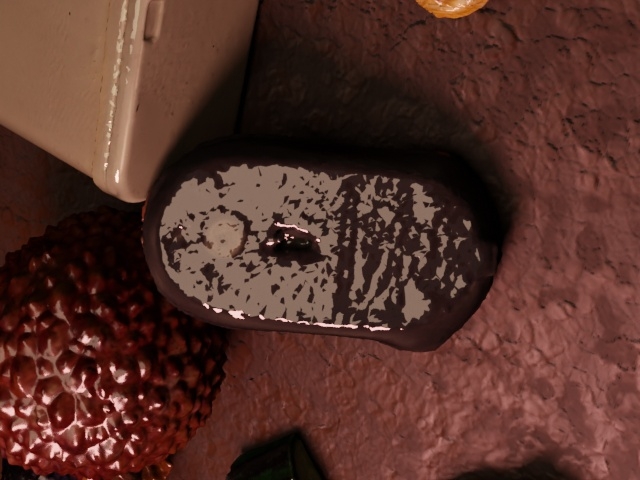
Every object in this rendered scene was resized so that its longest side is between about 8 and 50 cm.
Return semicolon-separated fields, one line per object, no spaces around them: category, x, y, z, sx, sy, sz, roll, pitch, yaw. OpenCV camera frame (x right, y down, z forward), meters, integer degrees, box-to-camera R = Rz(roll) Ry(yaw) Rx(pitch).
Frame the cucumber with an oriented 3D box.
cucumber;-0.047;0.277;1.175;0.115;0.062;0.116;-27;92;33

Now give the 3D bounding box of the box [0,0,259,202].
box;-0.233;-0.266;1.046;0.343;0.177;0.352;27;119;27

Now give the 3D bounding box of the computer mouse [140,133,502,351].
computer mouse;0.000;-0.001;1.000;0.323;0.116;0.183;7;101;8

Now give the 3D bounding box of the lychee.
lychee;-0.223;0.115;1.108;0.264;0.264;0.300;12;100;30

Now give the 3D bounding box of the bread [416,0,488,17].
bread;0.104;-0.238;0.911;0.083;0.044;0.111;1;105;37

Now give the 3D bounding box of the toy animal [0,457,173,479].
toy animal;-0.268;0.259;1.238;0.122;0.185;0.298;-53;56;38
